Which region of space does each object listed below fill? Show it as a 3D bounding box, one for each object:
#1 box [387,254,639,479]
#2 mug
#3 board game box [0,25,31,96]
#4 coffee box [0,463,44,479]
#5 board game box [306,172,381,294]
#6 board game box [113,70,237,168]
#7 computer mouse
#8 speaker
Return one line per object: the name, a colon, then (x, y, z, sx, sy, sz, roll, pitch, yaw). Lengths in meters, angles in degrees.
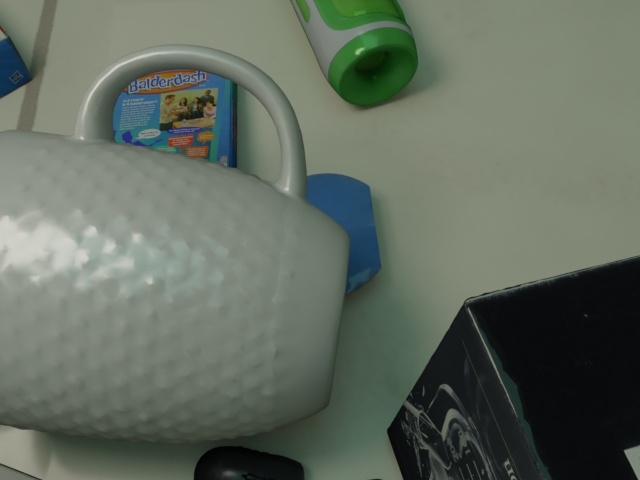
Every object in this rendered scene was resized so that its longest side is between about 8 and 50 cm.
box: (0.209, 0.237, 0.527, 0.179, 0.312, 0.343, -13, 61, -12)
mug: (-0.137, 0.006, 0.666, 0.328, 0.276, 0.374, 8, 95, 1)
board game box: (-0.611, -0.259, 0.962, 0.308, 0.086, 0.302, -36, 66, -15)
coffee box: (-0.288, 0.297, 0.634, 0.297, 0.119, 0.168, 16, 65, 10)
board game box: (0.000, 0.000, 0.831, 0.133, 0.033, 0.168, -9, 59, 5)
board game box: (-0.186, -0.135, 0.888, 0.160, 0.047, 0.210, -4, 55, 1)
computer mouse: (-0.009, 0.251, 0.691, 0.242, 0.041, 0.071, 10, 62, 7)
speaker: (0.025, -0.327, 0.951, 0.131, 0.131, 0.296, -18, 63, -7)
